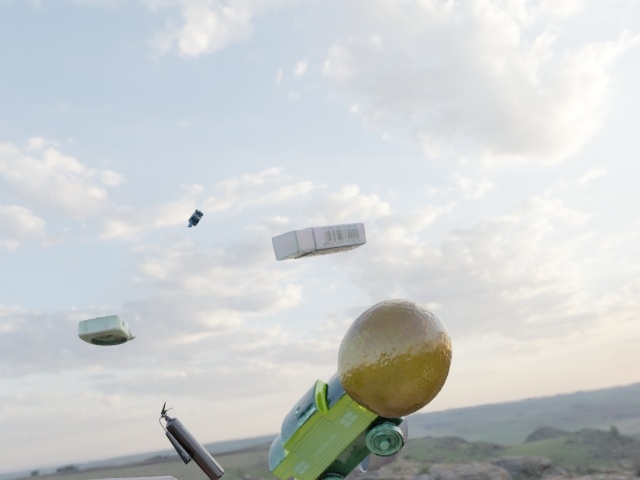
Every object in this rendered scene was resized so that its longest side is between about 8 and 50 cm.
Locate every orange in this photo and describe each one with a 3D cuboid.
[{"bbox_3d":[0.146,0.230,1.139,0.236,0.236,0.236,-7,-18,-2],"label":"orange"}]

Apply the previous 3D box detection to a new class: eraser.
[{"bbox_3d":[0.000,0.000,1.825,0.287,0.086,0.130,-7,-9,-41],"label":"eraser"}]

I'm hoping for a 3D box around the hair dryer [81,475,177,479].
[{"bbox_3d":[-0.394,0.608,1.091,0.210,0.353,0.125,8,16,-27],"label":"hair dryer"}]

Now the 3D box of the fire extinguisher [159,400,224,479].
[{"bbox_3d":[-0.251,0.383,1.083,0.049,0.173,0.035,-39,-7,-36],"label":"fire extinguisher"}]

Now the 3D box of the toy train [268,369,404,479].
[{"bbox_3d":[0.040,0.539,1.615,0.272,0.179,0.442,33,-69,-12],"label":"toy train"}]

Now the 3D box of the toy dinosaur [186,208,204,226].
[{"bbox_3d":[-0.377,-0.064,1.737,0.030,0.083,0.047,35,-66,-12],"label":"toy dinosaur"}]

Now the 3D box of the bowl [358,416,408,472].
[{"bbox_3d":[0.184,0.576,1.837,0.143,0.287,0.287,-4,-18,-11],"label":"bowl"}]

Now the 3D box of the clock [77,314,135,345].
[{"bbox_3d":[-0.729,0.317,1.999,0.151,0.062,0.191,-11,-25,3],"label":"clock"}]
